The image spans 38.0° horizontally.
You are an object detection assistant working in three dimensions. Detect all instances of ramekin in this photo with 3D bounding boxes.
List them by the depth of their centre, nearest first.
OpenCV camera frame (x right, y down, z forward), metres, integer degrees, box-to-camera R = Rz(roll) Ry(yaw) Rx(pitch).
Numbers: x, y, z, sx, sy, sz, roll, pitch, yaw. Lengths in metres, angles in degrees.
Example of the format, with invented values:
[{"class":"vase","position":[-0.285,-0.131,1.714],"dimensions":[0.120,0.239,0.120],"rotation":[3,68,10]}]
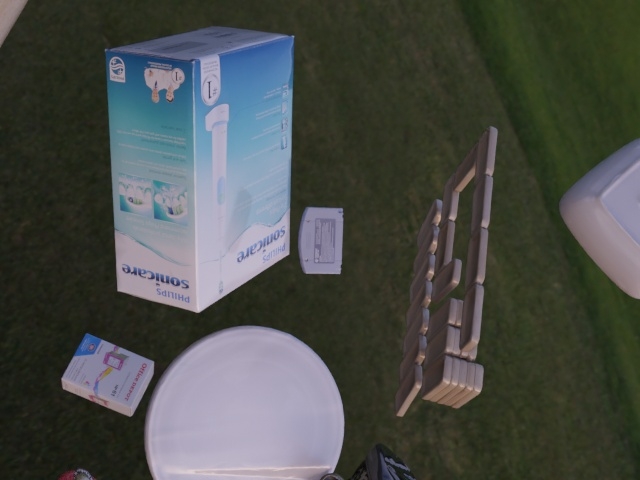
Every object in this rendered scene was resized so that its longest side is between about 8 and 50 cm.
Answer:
[{"class":"ramekin","position":[-0.112,0.250,1.273],"dimensions":[0.273,0.272,0.127],"rotation":[63,-16,-6]}]

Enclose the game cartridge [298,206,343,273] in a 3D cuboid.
[{"class":"game cartridge","position":[0.000,0.000,1.161],"dimensions":[0.056,0.017,0.083],"rotation":[2,92,-23]}]

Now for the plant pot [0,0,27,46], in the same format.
[{"class":"plant pot","position":[-0.445,-0.218,0.890],"dimensions":[0.333,0.305,0.334],"rotation":[38,0,0]}]

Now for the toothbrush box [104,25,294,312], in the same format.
[{"class":"toothbrush box","position":[-0.137,-0.094,1.120],"dimensions":[0.216,0.126,0.296],"rotation":[-35,131,-55]}]

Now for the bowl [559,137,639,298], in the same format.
[{"class":"bowl","position":[0.330,-0.029,0.928],"dimensions":[0.142,0.142,0.053],"rotation":[52,-10,9]}]

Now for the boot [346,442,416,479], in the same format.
[{"class":"boot","position":[0.027,0.505,1.468],"dimensions":[0.138,0.284,0.377],"rotation":[45,14,-11]}]

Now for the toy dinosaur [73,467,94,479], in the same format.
[{"class":"toy dinosaur","position":[-0.196,0.342,0.823],"dimensions":[0.064,0.118,0.268],"rotation":[10,75,-26]}]

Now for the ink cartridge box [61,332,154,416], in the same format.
[{"class":"ink cartridge box","position":[-0.340,0.217,1.494],"dimensions":[0.122,0.052,0.089],"rotation":[23,60,-1]}]

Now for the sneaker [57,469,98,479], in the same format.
[{"class":"sneaker","position":[-0.297,0.405,1.214],"dimensions":[0.088,0.092,0.225],"rotation":[-24,103,-29]}]

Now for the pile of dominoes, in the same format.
[{"class":"pile of dominoes","position":[0.137,0.041,0.925],"dimensions":[0.040,0.196,0.251],"rotation":[16,61,-9]}]

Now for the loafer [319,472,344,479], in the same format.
[{"class":"loafer","position":[0.016,0.357,1.152],"dimensions":[0.050,0.056,0.148],"rotation":[71,5,-56]}]
